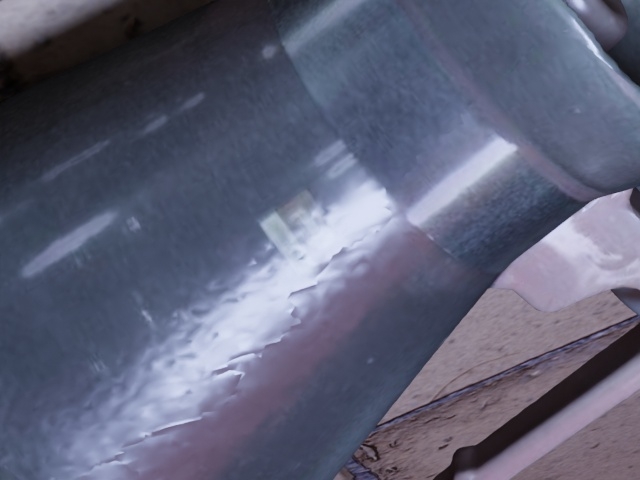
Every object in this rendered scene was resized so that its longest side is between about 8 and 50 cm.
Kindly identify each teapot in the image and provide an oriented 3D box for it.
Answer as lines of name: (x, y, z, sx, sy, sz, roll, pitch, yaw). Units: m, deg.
teapot: (0.000, 0.000, 0.845, 0.344, 0.253, 0.300, -37, 112, 21)

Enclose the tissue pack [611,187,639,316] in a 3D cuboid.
tissue pack: (0.271, -0.043, 0.998, 0.229, 0.236, 0.333, -35, 151, 29)
